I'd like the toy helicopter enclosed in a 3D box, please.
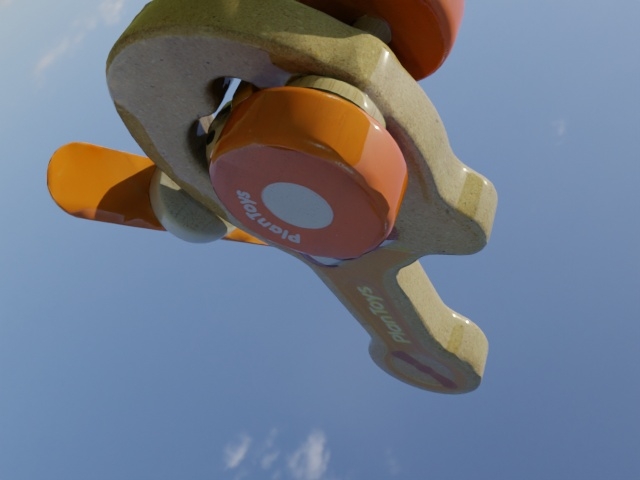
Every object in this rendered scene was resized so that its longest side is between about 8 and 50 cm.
[{"bbox_3d":[0.000,0.000,0.498,0.234,0.355,0.140,-1,-126,32],"label":"toy helicopter"}]
